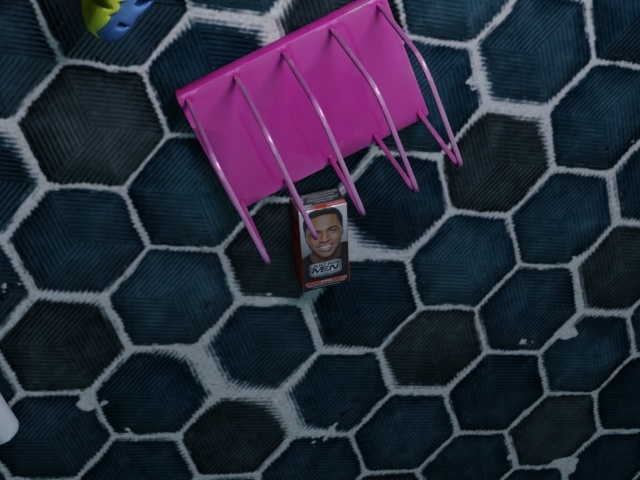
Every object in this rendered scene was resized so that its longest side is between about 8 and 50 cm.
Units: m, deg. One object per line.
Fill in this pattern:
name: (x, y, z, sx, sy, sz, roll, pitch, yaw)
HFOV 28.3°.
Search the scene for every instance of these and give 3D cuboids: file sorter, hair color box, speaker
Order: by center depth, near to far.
file sorter: (0.005, -0.132, 1.585, 0.290, 0.182, 0.202, -27, 130, -1)
speaker: (-0.466, 0.221, 1.746, 0.055, 0.055, 0.136, -23, 130, -4)
hair color box: (0.000, 0.000, 1.773, 0.072, 0.043, 0.141, -13, 128, -11)

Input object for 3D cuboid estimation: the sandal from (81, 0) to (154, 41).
sandal: (-0.141, -0.338, 1.415, 0.317, 0.126, 0.138, -45, 133, 16)
